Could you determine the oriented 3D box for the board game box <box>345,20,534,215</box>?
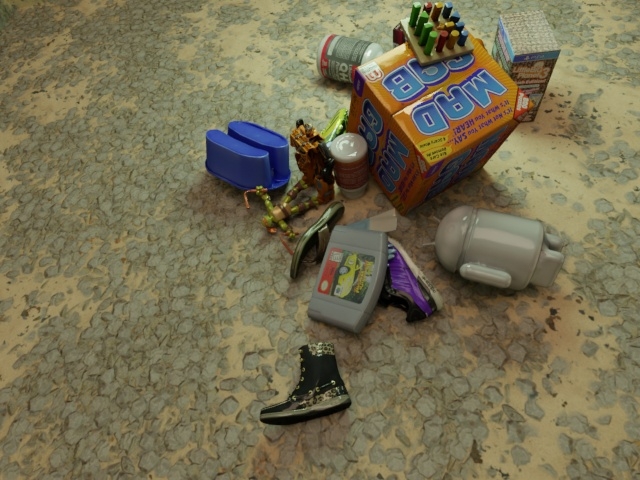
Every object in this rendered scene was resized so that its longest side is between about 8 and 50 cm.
[{"bbox_3d":[0.331,-0.364,1.272,0.356,0.356,0.356,-30,75,-10],"label":"board game box"}]

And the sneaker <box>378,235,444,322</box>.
[{"bbox_3d":[0.212,0.113,1.193,0.146,0.102,0.293,-31,58,-9],"label":"sneaker"}]

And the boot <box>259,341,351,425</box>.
[{"bbox_3d":[-0.051,0.377,1.083,0.236,0.085,0.179,-11,55,-5],"label":"boot"}]

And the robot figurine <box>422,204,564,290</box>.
[{"bbox_3d":[0.477,0.017,1.150,0.353,0.200,0.300,17,39,19],"label":"robot figurine"}]

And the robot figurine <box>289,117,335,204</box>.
[{"bbox_3d":[-0.025,-0.257,1.353,0.085,0.291,0.211,-32,58,-11],"label":"robot figurine"}]

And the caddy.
[{"bbox_3d":[-0.265,-0.294,1.490,0.341,0.179,0.241,28,43,24],"label":"caddy"}]

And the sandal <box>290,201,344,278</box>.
[{"bbox_3d":[0.001,-0.002,1.298,0.086,0.120,0.303,34,68,11],"label":"sandal"}]

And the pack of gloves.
[{"bbox_3d":[0.121,0.008,1.241,0.232,0.046,0.195,-20,51,34],"label":"pack of gloves"}]

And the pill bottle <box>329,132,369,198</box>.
[{"bbox_3d":[0.102,-0.240,1.365,0.121,0.216,0.121,-4,57,7],"label":"pill bottle"}]

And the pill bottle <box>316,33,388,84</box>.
[{"bbox_3d":[0.156,-0.734,1.691,0.318,0.176,0.176,24,65,22],"label":"pill bottle"}]

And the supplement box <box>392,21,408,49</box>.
[{"bbox_3d":[0.423,-0.824,1.731,0.239,0.130,0.073,33,69,27],"label":"supplement box"}]

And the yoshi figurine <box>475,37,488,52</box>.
[{"bbox_3d":[0.505,-0.621,1.547,0.202,0.204,0.362,14,59,20],"label":"yoshi figurine"}]

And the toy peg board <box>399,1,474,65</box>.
[{"bbox_3d":[0.325,-0.583,1.115,0.160,0.079,0.161,-18,73,-6],"label":"toy peg board"}]

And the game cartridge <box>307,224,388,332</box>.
[{"bbox_3d":[0.086,0.104,1.175,0.195,0.060,0.295,11,78,33],"label":"game cartridge"}]

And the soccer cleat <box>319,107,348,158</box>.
[{"bbox_3d":[0.034,-0.402,1.555,0.121,0.093,0.289,7,59,22],"label":"soccer cleat"}]

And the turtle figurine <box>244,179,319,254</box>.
[{"bbox_3d":[-0.115,-0.094,1.389,0.217,0.087,0.270,-35,79,-17],"label":"turtle figurine"}]

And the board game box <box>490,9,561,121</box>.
[{"bbox_3d":[0.700,-0.606,1.452,0.140,0.291,0.232,-3,58,8],"label":"board game box"}]
